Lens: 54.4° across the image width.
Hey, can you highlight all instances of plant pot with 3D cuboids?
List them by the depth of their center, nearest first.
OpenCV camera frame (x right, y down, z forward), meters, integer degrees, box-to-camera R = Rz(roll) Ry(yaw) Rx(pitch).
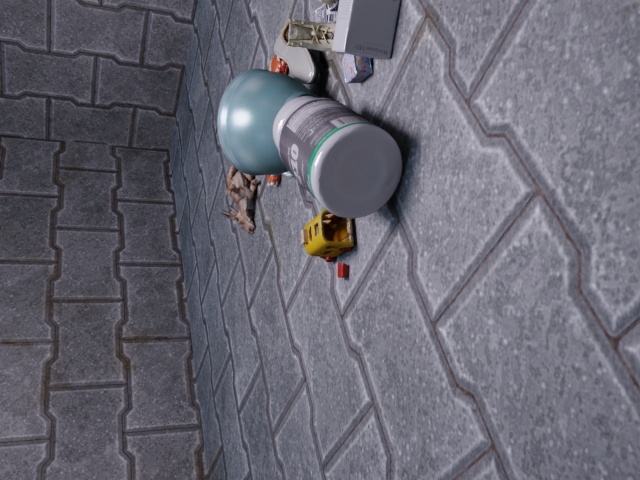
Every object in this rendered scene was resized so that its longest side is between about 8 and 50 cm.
[{"bbox_3d":[-0.103,-0.311,1.678,0.196,0.293,0.293,13,102,40],"label":"plant pot"}]

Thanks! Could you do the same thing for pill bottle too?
[{"bbox_3d":[0.021,-0.207,1.418,0.361,0.204,0.204,-129,46,-58],"label":"pill bottle"}]

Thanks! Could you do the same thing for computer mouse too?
[{"bbox_3d":[0.030,-0.598,1.646,0.193,0.042,0.106,-5,88,62],"label":"computer mouse"}]

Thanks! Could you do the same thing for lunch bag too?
[{"bbox_3d":[0.087,-0.423,1.477,0.071,0.053,0.083,159,102,-68],"label":"lunch bag"}]

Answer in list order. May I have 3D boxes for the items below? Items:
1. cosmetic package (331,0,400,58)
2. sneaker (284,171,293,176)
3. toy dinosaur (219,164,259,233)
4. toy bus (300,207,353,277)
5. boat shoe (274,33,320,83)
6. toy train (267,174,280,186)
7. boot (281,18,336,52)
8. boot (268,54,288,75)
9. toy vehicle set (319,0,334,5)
[{"bbox_3d":[0.107,-0.520,1.356,0.085,0.117,0.231,-140,55,-64],"label":"cosmetic package"},{"bbox_3d":[-0.095,-0.241,1.911,0.098,0.038,0.069,-121,39,-52],"label":"sneaker"},{"bbox_3d":[-0.304,-0.186,2.310,0.200,0.127,0.296,114,155,-55],"label":"toy dinosaur"},{"bbox_3d":[0.004,-0.009,1.567,0.191,0.104,0.202,-125,43,-55],"label":"toy bus"},{"bbox_3d":[-0.054,-0.511,1.781,0.095,0.079,0.254,-60,40,19],"label":"boat shoe"},{"bbox_3d":[-0.141,-0.261,2.019,0.166,0.046,0.125,110,150,-43],"label":"toy train"},{"bbox_3d":[0.002,-0.507,1.538,0.213,0.165,0.077,-151,65,-65],"label":"boot"},{"bbox_3d":[-0.132,-0.536,2.008,0.084,0.059,0.158,-36,54,56],"label":"boot"},{"bbox_3d":[0.037,-0.749,1.591,0.267,0.035,0.166,-68,28,21],"label":"toy vehicle set"}]
